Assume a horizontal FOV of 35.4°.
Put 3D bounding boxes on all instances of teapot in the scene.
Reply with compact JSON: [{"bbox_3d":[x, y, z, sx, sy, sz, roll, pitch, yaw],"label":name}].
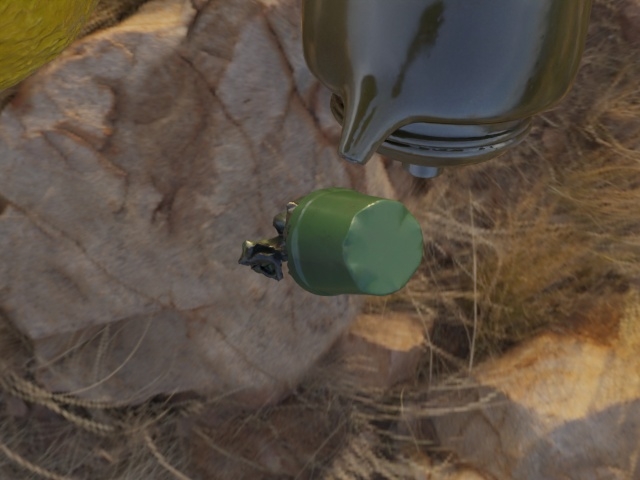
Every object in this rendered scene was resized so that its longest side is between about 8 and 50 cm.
[{"bbox_3d":[0.084,-0.130,0.678,0.185,0.268,0.175,22,126,23],"label":"teapot"}]

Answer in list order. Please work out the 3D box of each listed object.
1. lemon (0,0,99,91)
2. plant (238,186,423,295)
[{"bbox_3d":[-0.180,-0.145,0.414,0.188,0.257,0.188,0,88,-7],"label":"lemon"},{"bbox_3d":[0.000,0.000,0.453,0.051,0.102,0.051,-2,94,-34],"label":"plant"}]
